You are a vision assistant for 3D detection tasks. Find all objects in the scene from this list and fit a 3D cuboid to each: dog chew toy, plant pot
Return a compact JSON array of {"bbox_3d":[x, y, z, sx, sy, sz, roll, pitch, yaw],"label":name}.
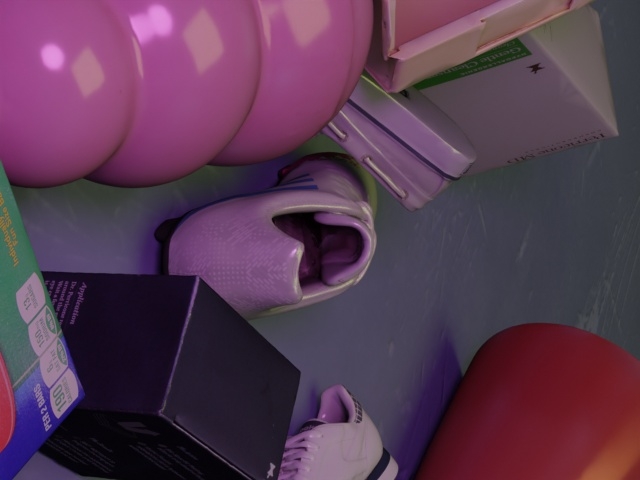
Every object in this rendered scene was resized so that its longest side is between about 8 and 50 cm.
[{"bbox_3d":[-0.111,-0.126,0.871,0.332,0.206,0.206,-29,117,-50],"label":"dog chew toy"},{"bbox_3d":[0.228,0.266,1.500,0.243,0.275,0.275,-46,131,-41],"label":"plant pot"}]

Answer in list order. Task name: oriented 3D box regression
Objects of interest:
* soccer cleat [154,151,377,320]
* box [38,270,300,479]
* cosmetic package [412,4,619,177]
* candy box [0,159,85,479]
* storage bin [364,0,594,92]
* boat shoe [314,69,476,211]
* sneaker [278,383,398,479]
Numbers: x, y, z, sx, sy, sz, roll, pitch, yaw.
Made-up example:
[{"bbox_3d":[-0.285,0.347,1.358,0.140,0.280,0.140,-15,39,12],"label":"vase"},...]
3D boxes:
[{"bbox_3d":[0.000,0.000,1.138,0.331,0.143,0.116,-28,116,-60],"label":"soccer cleat"},{"bbox_3d":[-0.120,0.092,0.889,0.156,0.158,0.093,49,48,-54],"label":"box"},{"bbox_3d":[0.141,-0.196,1.328,0.365,0.197,0.155,27,52,-59],"label":"cosmetic package"},{"bbox_3d":[-0.270,0.055,0.631,0.317,0.122,0.268,-51,136,-49],"label":"candy box"},{"bbox_3d":[0.093,-0.282,1.064,0.262,0.260,0.123,-26,159,-18],"label":"storage bin"},{"bbox_3d":[0.004,-0.123,1.137,0.267,0.088,0.096,35,23,-19],"label":"boat shoe"},{"bbox_3d":[-0.015,0.220,1.205,0.095,0.090,0.235,67,29,-16],"label":"sneaker"}]
